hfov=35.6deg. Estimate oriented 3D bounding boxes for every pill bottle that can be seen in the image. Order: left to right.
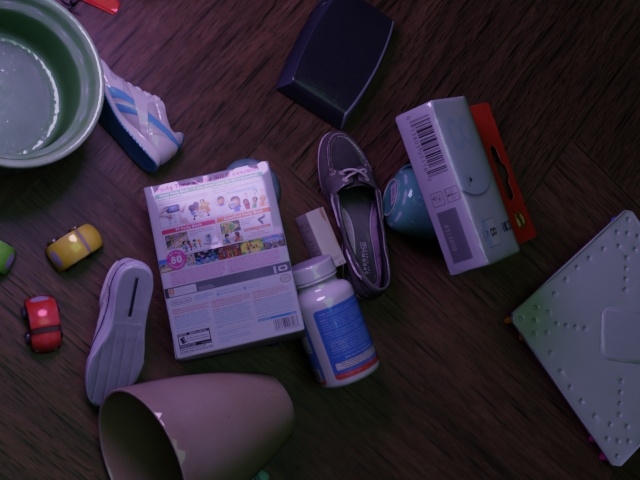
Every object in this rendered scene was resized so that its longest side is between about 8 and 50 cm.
[{"bbox_3d":[0.016,0.144,1.798,0.124,0.124,0.222,-23,99,-23],"label":"pill bottle"}]

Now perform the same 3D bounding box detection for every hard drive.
[{"bbox_3d":[0.038,-0.363,1.941,0.172,0.054,0.255,31,71,-14],"label":"hard drive"}]

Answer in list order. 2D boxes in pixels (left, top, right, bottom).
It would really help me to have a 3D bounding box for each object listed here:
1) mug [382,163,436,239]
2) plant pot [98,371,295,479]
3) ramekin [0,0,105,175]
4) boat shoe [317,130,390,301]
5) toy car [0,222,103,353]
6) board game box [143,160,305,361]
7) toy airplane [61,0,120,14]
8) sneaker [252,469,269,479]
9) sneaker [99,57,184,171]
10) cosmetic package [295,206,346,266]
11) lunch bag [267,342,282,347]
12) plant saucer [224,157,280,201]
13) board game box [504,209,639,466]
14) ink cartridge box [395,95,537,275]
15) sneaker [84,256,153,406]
[{"bbox_3d":[0.173,-0.077,1.919,0.097,0.158,0.130,11,102,-17],"label":"mug"},{"bbox_3d":[-0.186,0.323,1.660,0.274,0.256,0.257,-19,88,-40],"label":"plant pot"},{"bbox_3d":[-0.522,-0.250,1.629,0.303,0.148,0.304,6,77,-30],"label":"ramekin"},{"bbox_3d":[0.075,-0.053,1.882,0.112,0.095,0.335,-8,85,-23],"label":"boat shoe"},{"bbox_3d":[-0.499,0.046,1.662,0.225,0.053,0.239,25,73,-16],"label":"toy car"},{"bbox_3d":[-0.163,0.038,1.715,0.224,0.097,0.303,-12,79,-1],"label":"board game box"},{"bbox_3d":[-0.416,-0.477,1.793,0.151,0.028,0.151,3,81,-23],"label":"toy airplane"},{"bbox_3d":[-0.073,0.523,1.726,0.122,0.110,0.283,-32,94,-26],"label":"sneaker"},{"bbox_3d":[-0.337,-0.235,1.761,0.092,0.087,0.229,-44,105,-29],"label":"sneaker"},{"bbox_3d":[0.000,0.000,1.864,0.041,0.060,0.115,-22,92,-24],"label":"cosmetic package"},{"bbox_3d":[-0.085,0.154,1.784,0.065,0.098,0.067,-23,95,-20],"label":"lunch bag"},{"bbox_3d":[-0.127,-0.097,1.850,0.119,0.021,0.119,4,80,-21],"label":"plant saucer"},{"bbox_3d":[0.619,0.199,2.082,0.390,0.050,0.390,-38,97,-23],"label":"board game box"},{"bbox_3d":[0.317,-0.122,1.902,0.385,0.091,0.308,-18,88,-53],"label":"ink cartridge box"},{"bbox_3d":[-0.341,0.153,1.693,0.094,0.091,0.258,16,97,-24],"label":"sneaker"}]
